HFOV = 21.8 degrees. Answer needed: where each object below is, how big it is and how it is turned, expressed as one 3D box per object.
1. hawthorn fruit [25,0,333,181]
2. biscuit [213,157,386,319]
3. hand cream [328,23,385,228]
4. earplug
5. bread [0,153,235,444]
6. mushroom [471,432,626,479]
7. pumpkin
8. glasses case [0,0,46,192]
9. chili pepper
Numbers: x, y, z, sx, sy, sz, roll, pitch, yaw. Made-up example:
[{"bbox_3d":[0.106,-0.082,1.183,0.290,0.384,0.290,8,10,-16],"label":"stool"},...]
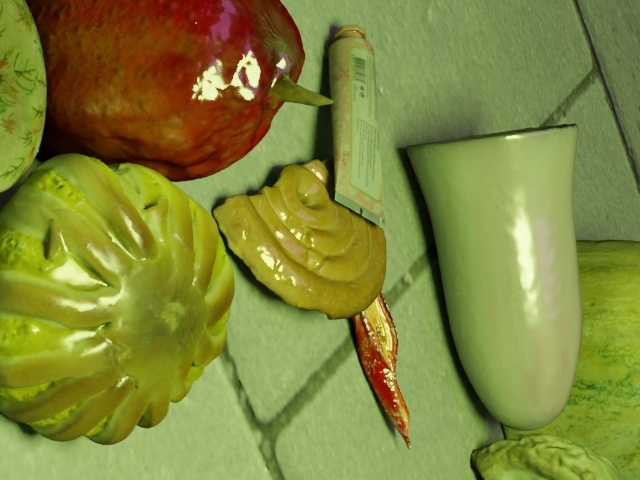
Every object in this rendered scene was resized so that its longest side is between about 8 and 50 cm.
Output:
[{"bbox_3d":[-0.107,-0.121,1.168,0.189,0.251,0.189,-30,130,-45],"label":"hawthorn fruit"},{"bbox_3d":[0.001,-0.001,1.443,0.224,0.033,0.144,-19,78,-57],"label":"biscuit"},{"bbox_3d":[0.032,-0.109,1.529,0.067,0.043,0.209,32,44,-39],"label":"hand cream"},{"bbox_3d":[0.190,0.042,1.658,0.172,0.172,0.301,-13,96,-59],"label":"earplug"},{"bbox_3d":[-0.140,0.044,1.117,0.213,0.105,0.213,-28,126,-46],"label":"bread"},{"bbox_3d":[0.243,0.329,1.619,0.189,0.164,0.267,47,42,-39],"label":"mushroom"},{"bbox_3d":[0.341,0.143,1.824,0.332,0.199,0.332,27,56,-49],"label":"pumpkin"},{"bbox_3d":[-0.312,-0.112,0.936,0.425,0.098,0.156,7,79,-58],"label":"glasses case"},{"bbox_3d":[0.055,0.108,1.526,0.045,0.027,0.178,-29,104,-54],"label":"chili pepper"}]
